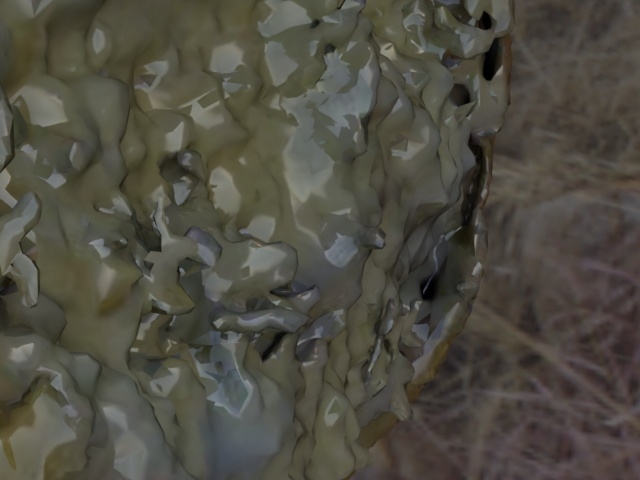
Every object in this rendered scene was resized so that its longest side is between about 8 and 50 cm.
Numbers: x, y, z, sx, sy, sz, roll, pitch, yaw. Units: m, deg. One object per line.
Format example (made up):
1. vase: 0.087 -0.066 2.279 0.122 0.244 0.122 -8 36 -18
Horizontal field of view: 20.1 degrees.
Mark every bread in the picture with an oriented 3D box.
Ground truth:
1. bread: -0.052 -0.037 0.509 0.149 0.274 0.274 4 83 32
